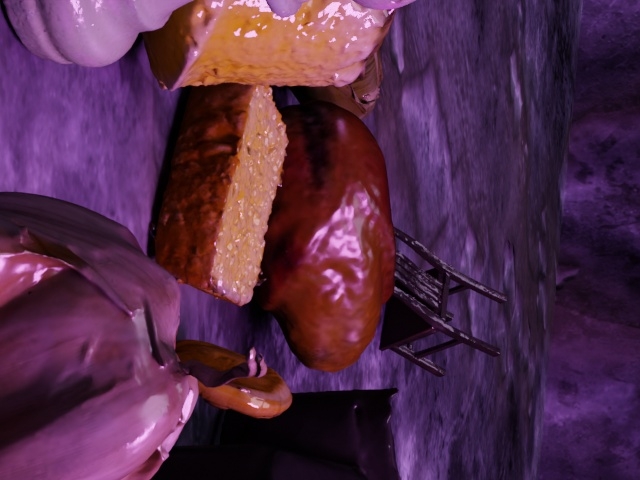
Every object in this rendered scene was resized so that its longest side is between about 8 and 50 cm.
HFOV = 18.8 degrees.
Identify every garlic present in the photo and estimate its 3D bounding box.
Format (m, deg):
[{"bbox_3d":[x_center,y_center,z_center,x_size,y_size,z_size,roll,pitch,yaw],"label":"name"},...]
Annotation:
[{"bbox_3d":[-0.131,0.087,0.889,0.207,0.256,0.207,-16,114,-38],"label":"garlic"}]

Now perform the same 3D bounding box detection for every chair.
[{"bbox_3d":[0.089,0.059,2.048,0.212,0.101,0.084,30,55,-31],"label":"chair"}]

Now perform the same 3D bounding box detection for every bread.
[{"bbox_3d":[-0.069,0.095,1.354,0.110,0.110,0.024,-25,137,-74],"label":"bread"},{"bbox_3d":[-0.034,-0.185,1.276,0.197,0.170,0.197,-172,-90,-72],"label":"bread"},{"bbox_3d":[-0.073,-0.033,1.403,0.103,0.065,0.187,69,26,-61],"label":"bread"}]

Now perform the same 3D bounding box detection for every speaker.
[{"bbox_3d":[-0.049,0.181,1.330,0.388,0.180,0.184,34,53,-74],"label":"speaker"}]

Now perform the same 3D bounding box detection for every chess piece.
[{"bbox_3d":[-0.037,-0.169,1.102,0.139,0.271,0.139,1,90,-75],"label":"chess piece"}]

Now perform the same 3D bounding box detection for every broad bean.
[{"bbox_3d":[-0.003,-0.001,1.566,0.156,0.122,0.228,-112,-161,-56],"label":"broad bean"}]

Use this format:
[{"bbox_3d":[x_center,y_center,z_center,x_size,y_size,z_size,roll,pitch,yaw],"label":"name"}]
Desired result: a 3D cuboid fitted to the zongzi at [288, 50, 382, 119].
[{"bbox_3d":[-0.013,-0.139,1.563,0.204,0.094,0.205,-65,154,-48],"label":"zongzi"}]
